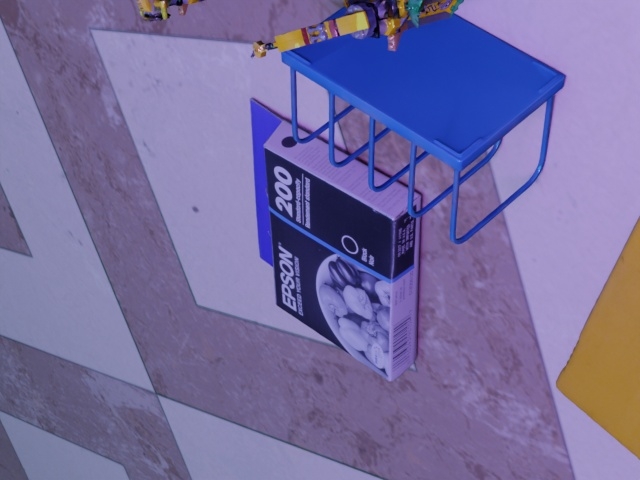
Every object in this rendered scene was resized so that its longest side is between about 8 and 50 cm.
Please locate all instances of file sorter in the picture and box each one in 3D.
[{"bbox_3d":[0.072,-0.094,1.129,0.170,0.118,0.104,35,146,27],"label":"file sorter"}]

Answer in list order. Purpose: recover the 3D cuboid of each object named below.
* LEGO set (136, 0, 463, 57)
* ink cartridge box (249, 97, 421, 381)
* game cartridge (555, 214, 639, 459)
[{"bbox_3d":[-0.068,-0.248,1.052,0.331,0.192,0.254,26,126,41],"label":"LEGO set"},{"bbox_3d":[0.000,0.000,1.380,0.208,0.045,0.206,32,143,32],"label":"ink cartridge box"},{"bbox_3d":[0.324,0.097,1.060,0.285,0.053,0.323,41,148,19],"label":"game cartridge"}]
